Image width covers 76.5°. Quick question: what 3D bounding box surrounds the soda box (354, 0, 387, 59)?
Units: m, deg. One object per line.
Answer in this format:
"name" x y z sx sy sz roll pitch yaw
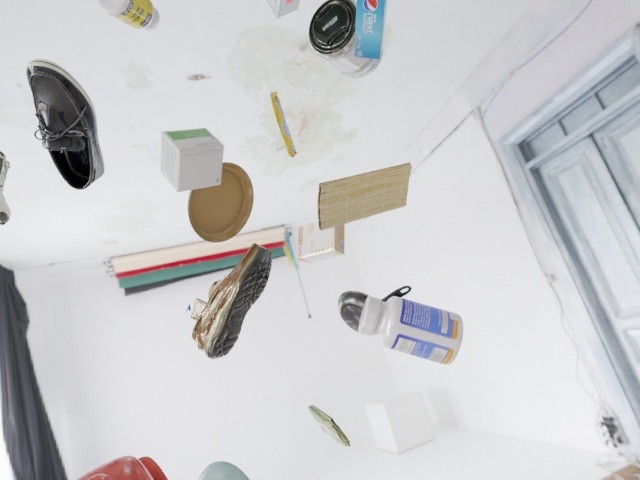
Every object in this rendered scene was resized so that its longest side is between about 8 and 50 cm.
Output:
"soda box" 0.129 -0.573 1.023 0.071 0.067 0.210 11 -32 9

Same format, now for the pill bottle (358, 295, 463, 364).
"pill bottle" 0.255 0.249 1.175 0.272 0.152 0.152 16 -15 3

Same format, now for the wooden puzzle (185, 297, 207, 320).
"wooden puzzle" -0.406 0.242 1.385 0.116 0.078 0.014 27 5 24

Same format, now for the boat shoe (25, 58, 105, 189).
"boat shoe" -0.918 -0.394 1.473 0.187 0.156 0.500 4 -44 -6

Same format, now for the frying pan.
"frying pan" 0.187 0.247 1.348 0.326 0.197 0.053 -10 28 43

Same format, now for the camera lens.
"camera lens" 0.101 -0.766 1.552 0.219 0.219 0.274 -23 -12 27

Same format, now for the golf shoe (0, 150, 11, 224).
"golf shoe" -0.827 -0.168 1.004 0.120 0.273 0.105 -33 -5 -33

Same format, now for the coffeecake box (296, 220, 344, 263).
"coffeecake box" 0.000 0.000 1.573 0.185 0.142 0.068 -16 -28 35

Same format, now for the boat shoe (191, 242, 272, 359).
"boat shoe" -0.248 0.150 1.091 0.120 0.324 0.122 23 -10 26

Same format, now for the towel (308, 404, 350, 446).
"towel" 0.022 0.542 1.190 0.027 0.110 0.148 -39 16 -24

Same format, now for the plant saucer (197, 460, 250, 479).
"plant saucer" -0.159 0.458 0.638 0.195 0.195 0.037 -26 -21 34

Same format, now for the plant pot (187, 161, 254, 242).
"plant pot" -0.289 -0.110 1.172 0.032 0.236 0.236 18 7 34

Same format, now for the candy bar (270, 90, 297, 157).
"candy bar" -0.090 -0.282 0.996 0.018 0.161 0.040 -10 23 21

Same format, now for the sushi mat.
"sushi mat" 0.134 -0.132 1.213 0.317 0.019 0.151 -17 -53 -22

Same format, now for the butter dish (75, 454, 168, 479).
"butter dish" -0.246 0.316 0.463 0.160 0.118 0.160 -22 36 -39

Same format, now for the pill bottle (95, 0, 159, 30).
"pill bottle" -0.344 -0.425 0.735 0.065 0.065 0.116 -19 7 12

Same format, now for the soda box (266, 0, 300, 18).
"soda box" -0.114 -0.885 1.367 0.098 0.091 0.286 -31 3 -12

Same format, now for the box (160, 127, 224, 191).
"box" -0.270 -0.170 0.853 0.101 0.087 0.102 -18 -40 -38
